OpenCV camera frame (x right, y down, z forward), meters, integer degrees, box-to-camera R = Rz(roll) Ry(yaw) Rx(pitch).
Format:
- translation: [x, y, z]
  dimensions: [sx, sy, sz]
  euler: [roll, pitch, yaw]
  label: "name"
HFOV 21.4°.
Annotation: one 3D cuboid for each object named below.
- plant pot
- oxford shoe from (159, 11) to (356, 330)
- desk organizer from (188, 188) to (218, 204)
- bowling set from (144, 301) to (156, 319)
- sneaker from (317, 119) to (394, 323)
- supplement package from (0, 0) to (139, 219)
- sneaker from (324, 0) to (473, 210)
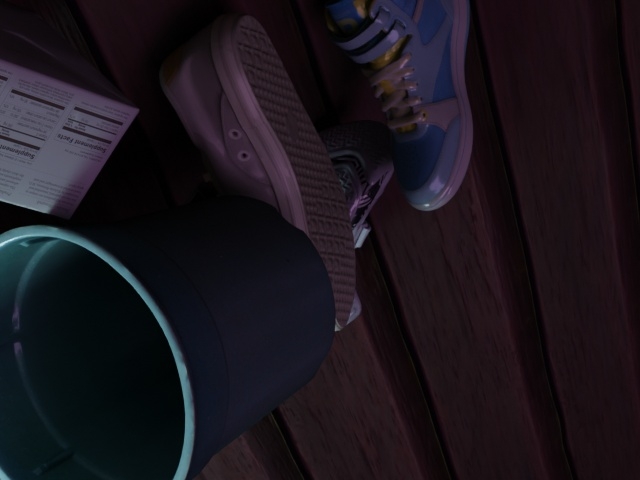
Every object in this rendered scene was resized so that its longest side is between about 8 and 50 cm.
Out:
- translation: [-0.174, 0.106, 1.892]
  dimensions: [0.334, 0.341, 0.341]
  euler: [-25, 143, -52]
  label: "plant pot"
- translation: [-0.068, -0.075, 2.065]
  dimensions: [0.130, 0.169, 0.449]
  euler: [-12, 125, 21]
  label: "oxford shoe"
- translation: [-0.117, -0.011, 2.166]
  dimensions: [0.050, 0.130, 0.047]
  euler: [10, 118, -49]
  label: "desk organizer"
- translation: [-0.346, 0.131, 2.058]
  dimensions: [0.154, 0.200, 0.287]
  euler: [54, 47, -26]
  label: "bowling set"
- translation: [0.000, 0.000, 2.306]
  dimensions: [0.366, 0.137, 0.210]
  euler: [-48, 148, 10]
  label: "sneaker"
- translation: [-0.357, -0.155, 1.693]
  dimensions: [0.262, 0.204, 0.145]
  euler: [18, 110, -53]
  label: "supplement package"
- translation: [0.084, -0.204, 2.104]
  dimensions: [0.127, 0.319, 0.208]
  euler: [-14, 161, 41]
  label: "sneaker"
